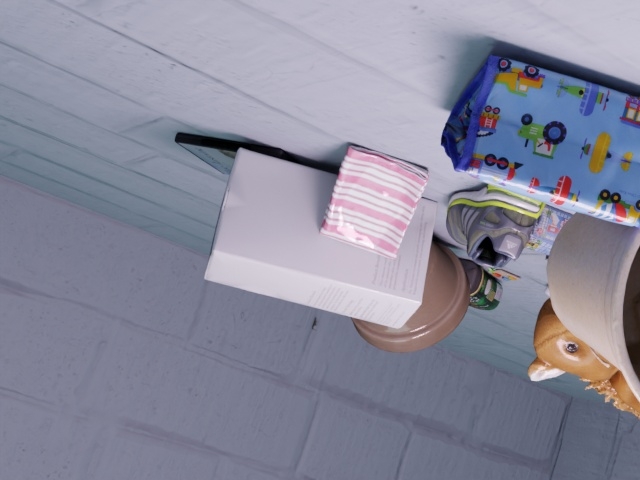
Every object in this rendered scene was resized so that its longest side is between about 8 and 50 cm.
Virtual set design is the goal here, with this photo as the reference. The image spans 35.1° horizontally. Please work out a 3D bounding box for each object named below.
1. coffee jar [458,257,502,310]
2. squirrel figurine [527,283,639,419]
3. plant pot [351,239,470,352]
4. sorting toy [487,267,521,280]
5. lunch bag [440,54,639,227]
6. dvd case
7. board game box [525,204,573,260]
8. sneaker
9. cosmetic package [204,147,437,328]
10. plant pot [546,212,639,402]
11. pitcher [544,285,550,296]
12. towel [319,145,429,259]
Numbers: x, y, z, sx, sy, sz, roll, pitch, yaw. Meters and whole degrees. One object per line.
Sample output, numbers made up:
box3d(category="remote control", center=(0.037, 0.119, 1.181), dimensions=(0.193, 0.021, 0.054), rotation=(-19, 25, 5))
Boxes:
box3d(category="coffee jar", center=(0.344, 0.100, 2.318), dimensions=(0.096, 0.079, 0.184), rotation=(12, 168, 32))
box3d(category="squirrel figurine", center=(0.538, 0.209, 1.747), dimensions=(0.370, 0.281, 0.397), rotation=(13, 165, 2))
box3d(category="plant pot", center=(0.154, 0.064, 2.077), dimensions=(0.263, 0.263, 0.229), rotation=(12, 151, 31))
box3d(category="sorting toy", center=(0.400, 0.075, 2.269), dimensions=(0.083, 0.012, 0.062), rotation=(21, 170, -20))
box3d(category="lunch bag", center=(0.267, -0.112, 1.220), dimensions=(0.220, 0.138, 0.293), rotation=(17, -177, 0))
box3d(category="dvd case", center=(-0.135, -0.151, 1.953), dimensions=(0.253, 0.022, 0.180), rotation=(12, 169, 32))
box3d(category="board game box", center=(0.435, 0.011, 1.710), dimensions=(0.194, 0.060, 0.194), rotation=(18, 170, 4))
box3d(category="sneaker", center=(0.270, -0.015, 1.674), dimensions=(0.111, 0.121, 0.300), rotation=(19, 170, -5))
box3d(category="cosmetic package", center=(0.000, 0.000, 1.839), dimensions=(0.384, 0.217, 0.156), rotation=(16, 155, -4))
box3d(category="plant pot", center=(0.454, 0.060, 1.311), dimensions=(0.333, 0.334, 0.305), rotation=(20, -179, -15))
box3d(category="pitcher", center=(0.592, 0.170, 2.200), dimensions=(0.207, 0.125, 0.178), rotation=(32, -173, -17))
box3d(category="towel", center=(0.087, -0.059, 1.695), dimensions=(0.144, 0.029, 0.197), rotation=(19, 128, -1))
